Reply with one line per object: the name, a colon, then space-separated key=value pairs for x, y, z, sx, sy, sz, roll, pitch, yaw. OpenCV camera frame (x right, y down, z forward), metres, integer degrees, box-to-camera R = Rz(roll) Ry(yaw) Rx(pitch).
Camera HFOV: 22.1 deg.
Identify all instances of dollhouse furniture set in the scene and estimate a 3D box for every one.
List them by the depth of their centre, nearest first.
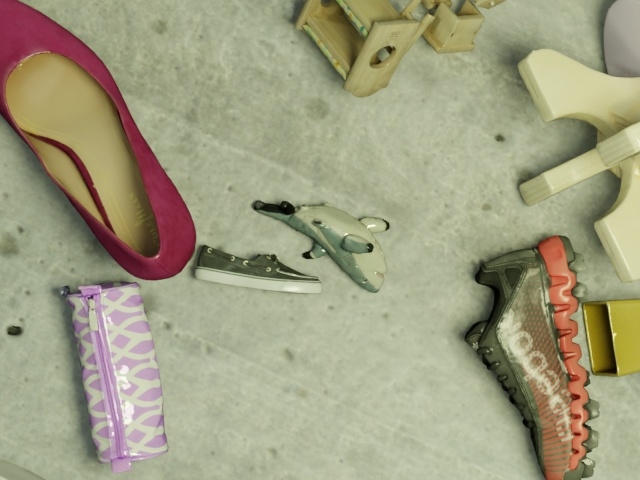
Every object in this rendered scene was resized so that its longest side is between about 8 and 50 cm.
dollhouse furniture set: x=0.058 y=-0.258 z=1.795 sx=0.161 sy=0.101 sz=0.182 roll=-9 pitch=51 yaw=-37

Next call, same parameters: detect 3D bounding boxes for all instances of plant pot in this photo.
plant pot: x=0.339 y=0.099 z=1.764 sx=0.083 sy=0.081 sz=0.082 roll=-9 pitch=89 yaw=-11

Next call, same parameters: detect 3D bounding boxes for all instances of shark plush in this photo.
shark plush: x=0.000 y=0.000 z=1.787 sx=0.161 sy=0.073 sz=0.067 roll=20 pitch=120 yaw=-3

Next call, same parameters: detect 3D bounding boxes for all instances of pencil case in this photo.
pencil case: x=-0.219 y=0.141 z=1.770 sx=0.086 sy=0.088 sz=0.206 roll=-13 pitch=89 yaw=3

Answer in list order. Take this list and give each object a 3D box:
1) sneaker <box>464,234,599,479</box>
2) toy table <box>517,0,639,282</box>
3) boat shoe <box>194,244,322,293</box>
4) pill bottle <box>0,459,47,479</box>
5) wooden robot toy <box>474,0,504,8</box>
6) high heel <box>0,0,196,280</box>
sneaker: x=0.225 y=0.136 z=1.755 sx=0.135 sy=0.097 sz=0.276 roll=-7 pitch=87 yaw=1
toy table: x=0.321 y=-0.105 z=1.697 sx=0.160 sy=0.252 sz=0.274 roll=-24 pitch=76 yaw=-21
boat shoe: x=-0.066 y=0.033 z=1.789 sx=0.142 sy=0.049 sz=0.040 roll=8 pitch=89 yaw=4
pill bottle: x=-0.368 y=0.355 z=1.748 sx=0.131 sy=0.131 sz=0.229 roll=24 pitch=89 yaw=2
wooden robot toy: x=0.145 y=-0.328 z=1.794 sx=0.079 sy=0.076 sz=0.173 roll=-25 pitch=88 yaw=36
high heel: x=-0.257 y=-0.121 z=1.729 sx=0.127 sy=0.181 sz=0.377 roll=-42 pitch=88 yaw=0
